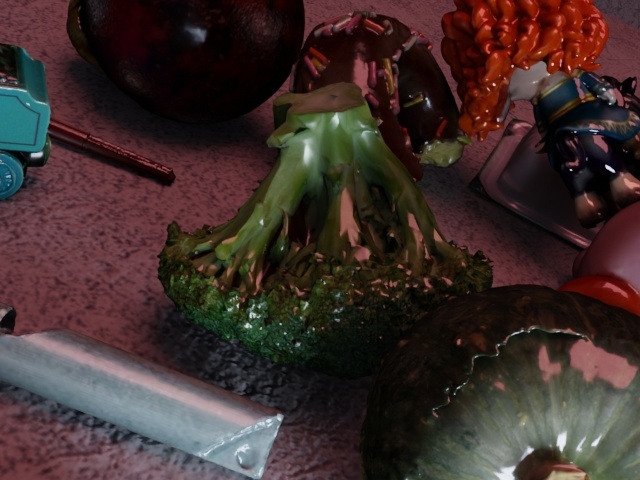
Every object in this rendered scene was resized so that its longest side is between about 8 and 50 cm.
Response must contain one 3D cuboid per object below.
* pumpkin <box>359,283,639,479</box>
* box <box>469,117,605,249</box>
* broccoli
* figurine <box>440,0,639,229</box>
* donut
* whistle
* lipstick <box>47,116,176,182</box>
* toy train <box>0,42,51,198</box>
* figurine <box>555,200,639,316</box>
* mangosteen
[{"bbox_3d":[0.179,0.188,0.617,0.327,0.292,0.257,24,-6,14],"label":"pumpkin"},{"bbox_3d":[0.416,-0.121,1.376,0.264,0.106,0.337,29,32,9],"label":"box"},{"bbox_3d":[0.000,0.000,0.793,0.307,0.275,0.308,-5,25,2],"label":"broccoli"},{"bbox_3d":[0.343,-0.210,1.167,0.412,0.241,0.306,45,56,-5],"label":"figurine"},{"bbox_3d":[0.084,-0.189,1.138,0.345,0.136,0.259,-33,106,-59],"label":"donut"},{"bbox_3d":[-0.183,0.114,0.685,0.312,0.062,0.062,22,32,-3],"label":"whistle"},{"bbox_3d":[-0.258,-0.108,0.998,0.176,0.027,0.027,22,32,-5],"label":"lipstick"},{"bbox_3d":[-0.368,-0.126,0.834,0.197,0.154,0.107,5,40,-29],"label":"toy train"},{"bbox_3d":[0.435,0.058,1.022,0.269,0.211,0.261,29,32,8],"label":"figurine"},{"bbox_3d":[-0.192,-0.295,1.127,0.306,0.359,0.306,33,44,-39],"label":"mangosteen"}]
